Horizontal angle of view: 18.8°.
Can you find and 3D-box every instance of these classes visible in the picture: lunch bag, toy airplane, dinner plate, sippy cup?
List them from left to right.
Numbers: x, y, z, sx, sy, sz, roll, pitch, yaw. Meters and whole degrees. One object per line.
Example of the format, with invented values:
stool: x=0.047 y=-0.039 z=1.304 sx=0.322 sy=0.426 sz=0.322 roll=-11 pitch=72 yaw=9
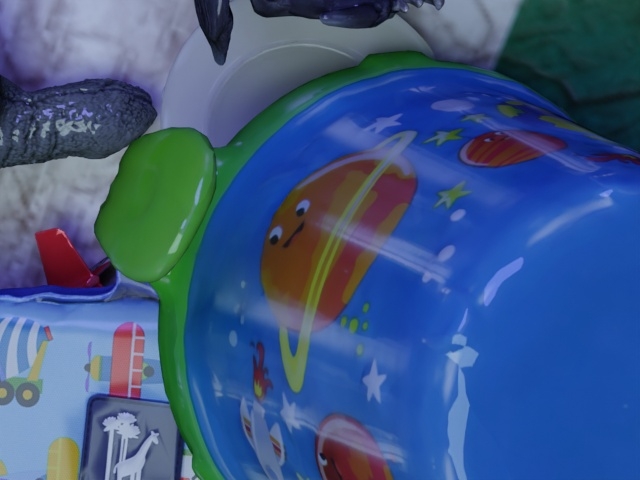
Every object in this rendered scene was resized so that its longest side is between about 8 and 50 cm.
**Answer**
toy airplane: x=-0.152 y=0.045 z=0.965 sx=0.151 sy=0.028 sz=0.151 roll=3 pitch=113 yaw=7
lunch bag: x=-0.084 y=0.141 z=0.946 sx=0.221 sy=0.138 sz=0.293 roll=4 pitch=106 yaw=5
dinner plate: x=-0.006 y=-0.048 z=0.894 sx=0.141 sy=0.017 sz=0.141 roll=3 pitch=112 yaw=7
sippy cup: x=0.075 y=0.047 z=0.781 sx=0.305 sy=0.224 sz=0.240 roll=-14 pitch=103 yaw=-19

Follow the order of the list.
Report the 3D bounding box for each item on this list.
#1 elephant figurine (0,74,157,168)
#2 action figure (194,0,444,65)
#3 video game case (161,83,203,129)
elephant figurine: x=-0.227 y=-0.077 z=0.860 sx=0.239 sy=0.186 sz=0.169 roll=-14 pitch=103 yaw=19
action figure: x=0.030 y=-0.159 z=0.802 sx=0.276 sy=0.141 sz=0.164 roll=-1 pitch=114 yaw=-8
video game case: x=0.000 y=0.000 z=0.930 sx=0.143 sy=0.019 sz=0.157 roll=0 pitch=112 yaw=9
